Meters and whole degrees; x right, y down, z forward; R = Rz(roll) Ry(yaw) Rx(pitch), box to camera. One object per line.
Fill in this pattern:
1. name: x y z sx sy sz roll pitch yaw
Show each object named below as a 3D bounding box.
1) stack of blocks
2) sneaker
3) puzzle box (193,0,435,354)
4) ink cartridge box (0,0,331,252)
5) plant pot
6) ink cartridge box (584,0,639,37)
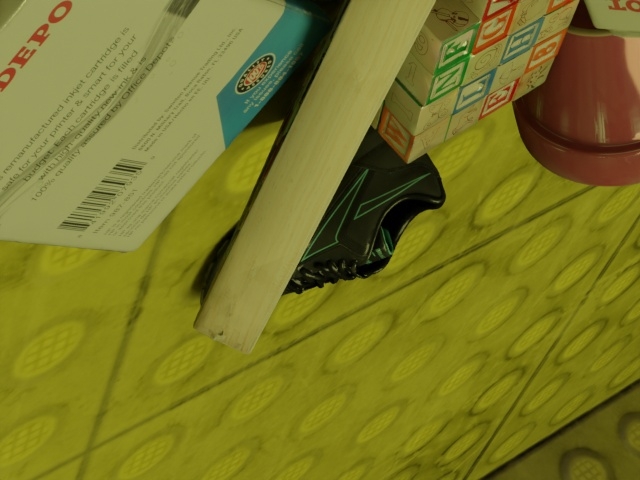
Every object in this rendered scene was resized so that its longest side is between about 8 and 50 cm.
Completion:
1. stack of blocks: 0.135 -0.213 1.487 0.171 0.087 0.297 -30 157 -25
2. sneaker: 0.000 0.000 1.667 0.267 0.106 0.101 -43 161 10
3. puzzle box: 0.024 -0.134 1.312 0.272 0.052 0.409 -69 -174 -46
4. ink cartridge box: -0.166 -0.118 1.100 0.223 0.129 0.307 -46 159 16
5. plant pot: 0.273 -0.182 1.673 0.201 0.201 0.180 -36 144 -12
6. ink cartridge box: 0.269 -0.280 1.247 0.121 0.211 0.289 -62 144 -28
